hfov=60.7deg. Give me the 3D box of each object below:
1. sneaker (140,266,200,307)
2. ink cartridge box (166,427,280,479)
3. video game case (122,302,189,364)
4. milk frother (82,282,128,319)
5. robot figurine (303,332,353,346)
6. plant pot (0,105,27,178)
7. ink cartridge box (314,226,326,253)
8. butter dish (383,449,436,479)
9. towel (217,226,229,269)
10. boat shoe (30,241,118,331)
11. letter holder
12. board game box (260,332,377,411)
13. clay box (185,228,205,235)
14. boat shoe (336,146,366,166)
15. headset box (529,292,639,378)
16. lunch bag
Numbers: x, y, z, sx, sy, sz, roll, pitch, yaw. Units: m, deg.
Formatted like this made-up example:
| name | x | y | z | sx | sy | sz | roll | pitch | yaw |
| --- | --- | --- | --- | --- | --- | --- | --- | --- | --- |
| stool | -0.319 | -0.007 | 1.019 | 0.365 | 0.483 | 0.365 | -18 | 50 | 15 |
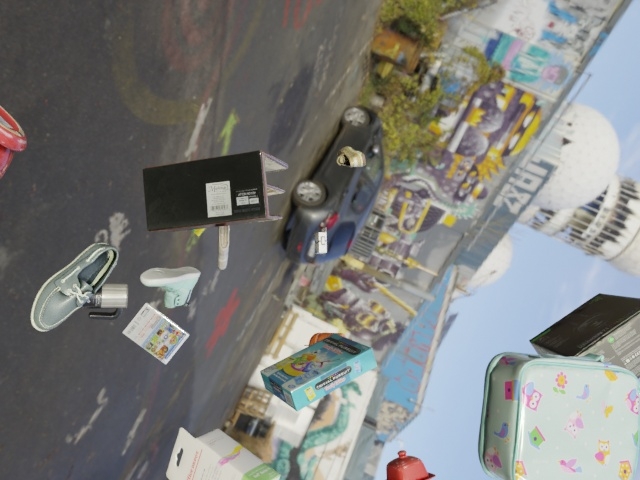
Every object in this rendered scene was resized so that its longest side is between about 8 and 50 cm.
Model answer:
| name | x | y | z | sx | sy | sz | roll | pitch | yaw |
| --- | --- | --- | --- | --- | --- | --- | --- | --- | --- |
| sneaker | -0.534 | 0.177 | 1.918 | 0.255 | 0.094 | 0.151 | 1 | 112 | -60 |
| ink cartridge box | -0.320 | 0.759 | 1.764 | 0.119 | 0.353 | 0.207 | 0 | 112 | -59 |
| video game case | -0.372 | 0.211 | 1.240 | 0.087 | 0.122 | 0.011 | -51 | -173 | 1 |
| milk frother | -0.697 | 0.172 | 1.765 | 0.143 | 0.134 | 0.129 | -114 | -144 | -47 |
| robot figurine | 0.039 | 0.485 | 2.507 | 0.158 | 0.219 | 0.128 | -61 | 143 | -51 |
| plant pot | -0.700 | -0.196 | 1.080 | 0.174 | 0.191 | 0.191 | -43 | 175 | -2 |
| ink cartridge box | 0.000 | 0.000 | 1.789 | 0.048 | 0.028 | 0.084 | 164 | -73 | -70 |
| butter dish | 0.309 | 0.826 | 1.993 | 0.160 | 0.159 | 0.119 | 150 | -71 | -65 |
| towel | -0.402 | -0.039 | 2.270 | 0.187 | 0.049 | 0.283 | 108 | -21 | -57 |
| boat shoe | -0.719 | 0.131 | 1.618 | 0.116 | 0.099 | 0.320 | 56 | 50 | -33 |
| letter holder | -0.239 | -0.108 | 1.333 | 0.214 | 0.301 | 0.152 | 3 | 81 | -75 |
| board game box | -0.011 | 0.455 | 1.943 | 0.335 | 0.079 | 0.253 | -23 | -165 | -27 |
| clay box | -0.375 | -0.104 | 1.900 | 0.127 | 0.053 | 0.222 | -47 | -173 | 34 |
| boat shoe | 0.089 | -0.290 | 1.926 | 0.190 | 0.072 | 0.068 | -152 | -134 | -67 |
| headset box | 0.706 | 0.257 | 1.386 | 0.246 | 0.131 | 0.283 | -34 | 178 | 0 |
| lunch bag | 0.400 | 0.295 | 0.906 | 0.108 | 0.278 | 0.224 | 164 | -66 | -65 |
